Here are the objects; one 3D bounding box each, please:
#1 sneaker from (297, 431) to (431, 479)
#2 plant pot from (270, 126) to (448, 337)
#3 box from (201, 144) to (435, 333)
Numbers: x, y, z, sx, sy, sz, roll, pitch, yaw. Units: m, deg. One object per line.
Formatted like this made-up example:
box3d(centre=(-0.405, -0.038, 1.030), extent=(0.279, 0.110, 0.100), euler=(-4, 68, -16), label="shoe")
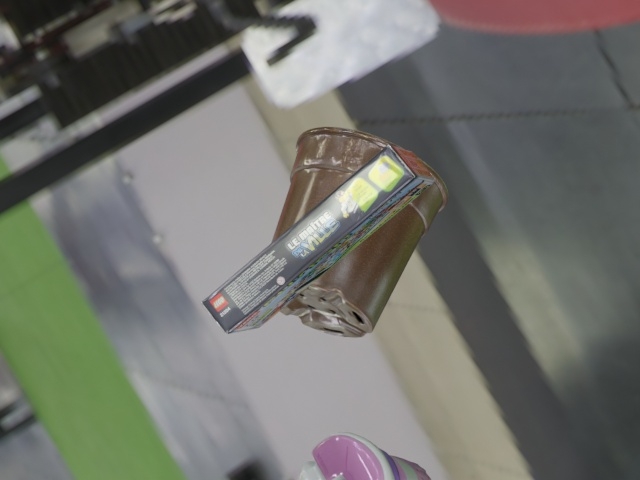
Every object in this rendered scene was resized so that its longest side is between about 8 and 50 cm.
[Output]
box3d(centre=(0.004, 0.234, 1.230), extent=(0.236, 0.105, 0.095), euler=(-52, 53, 25), label="sneaker")
box3d(centre=(0.022, -0.002, 1.742), extent=(0.167, 0.165, 0.167), euler=(21, 159, 8), label="plant pot")
box3d(centre=(0.000, 0.000, 1.466), extent=(0.036, 0.207, 0.114), euler=(51, -170, 8), label="box")
